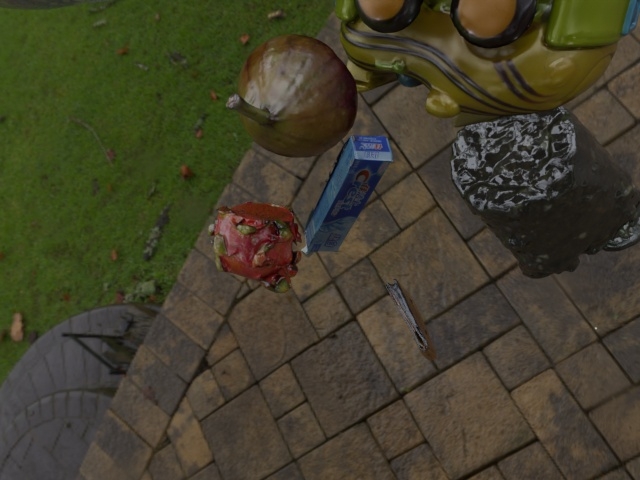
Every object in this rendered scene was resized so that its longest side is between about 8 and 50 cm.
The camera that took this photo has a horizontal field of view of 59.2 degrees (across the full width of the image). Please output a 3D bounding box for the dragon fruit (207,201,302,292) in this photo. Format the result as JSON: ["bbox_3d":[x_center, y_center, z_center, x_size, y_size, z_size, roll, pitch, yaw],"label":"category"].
[{"bbox_3d":[-0.089,0.009,0.877,0.150,0.207,0.133,-43,51,-15],"label":"dragon fruit"}]

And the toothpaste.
[{"bbox_3d":[0.037,-0.067,0.937,0.272,0.066,0.053,118,148,-54],"label":"toothpaste"}]

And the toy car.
[{"bbox_3d":[0.129,-0.171,0.491,0.248,0.200,0.142,22,124,31],"label":"toy car"}]

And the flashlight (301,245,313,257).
[{"bbox_3d":[0.000,0.000,1.094,0.083,0.018,0.018,-41,54,-10],"label":"flashlight"}]

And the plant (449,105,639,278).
[{"bbox_3d":[0.308,-0.070,0.771,0.199,0.276,0.188,-41,44,21],"label":"plant"}]

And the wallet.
[{"bbox_3d":[0.227,0.201,1.403,0.042,0.161,0.195,-28,63,11],"label":"wallet"}]

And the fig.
[{"bbox_3d":[-0.024,-0.089,0.380,0.089,0.125,0.088,8,120,15],"label":"fig"}]

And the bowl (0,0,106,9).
[{"bbox_3d":[-0.263,-0.379,0.568,0.435,0.196,0.434,-3,72,9],"label":"bowl"}]
